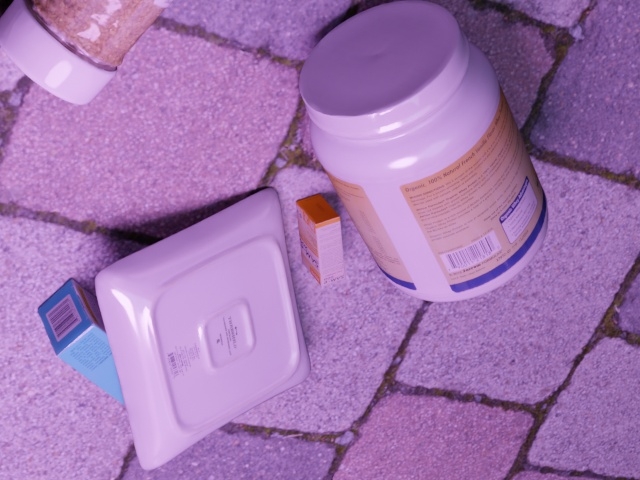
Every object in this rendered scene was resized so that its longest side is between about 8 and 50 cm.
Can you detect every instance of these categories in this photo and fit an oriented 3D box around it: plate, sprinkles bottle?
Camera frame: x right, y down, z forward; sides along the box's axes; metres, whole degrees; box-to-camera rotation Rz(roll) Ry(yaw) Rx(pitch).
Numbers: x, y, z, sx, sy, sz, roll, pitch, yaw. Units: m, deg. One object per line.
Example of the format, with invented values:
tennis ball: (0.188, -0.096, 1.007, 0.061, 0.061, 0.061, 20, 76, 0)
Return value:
plate: (-0.124, 0.111, 1.664, 0.278, 0.045, 0.277, -27, 120, -34)
sprinkles bottle: (-0.163, -0.297, 1.322, 0.121, 0.121, 0.355, 31, 108, -39)

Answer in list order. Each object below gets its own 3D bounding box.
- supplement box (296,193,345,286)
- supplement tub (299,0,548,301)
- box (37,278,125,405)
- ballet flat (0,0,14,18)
supplement box: (0.000, 0.000, 1.733, 0.036, 0.062, 0.098, -19, 127, -18)
supplement tub: (0.123, -0.103, 1.621, 0.228, 0.228, 0.316, -34, 131, -4)
box: (-0.236, 0.154, 1.683, 0.060, 0.100, 0.244, -41, 131, 4)
ballet flat: (-0.355, -0.232, 1.393, 0.084, 0.058, 0.250, 23, 113, -40)
